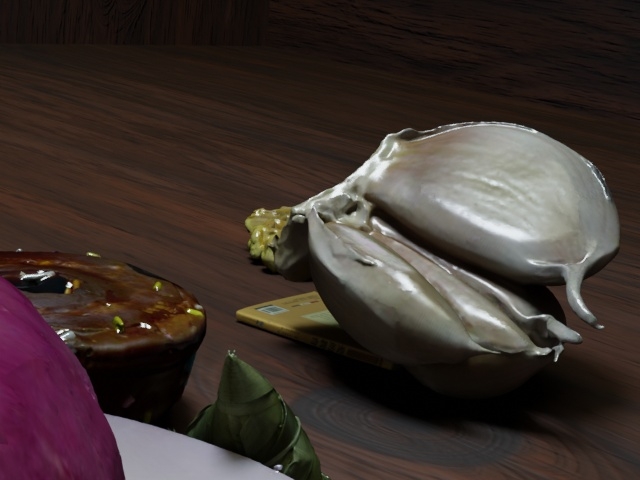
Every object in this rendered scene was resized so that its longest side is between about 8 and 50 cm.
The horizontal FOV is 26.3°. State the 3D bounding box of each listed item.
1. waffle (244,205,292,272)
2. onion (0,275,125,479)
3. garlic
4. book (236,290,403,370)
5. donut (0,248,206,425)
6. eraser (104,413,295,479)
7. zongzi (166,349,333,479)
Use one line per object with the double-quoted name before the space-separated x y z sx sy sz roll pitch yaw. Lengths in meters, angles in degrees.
"waffle" 0.000 0.000 1.458 0.161 0.046 0.192 2 15 -14
"onion" -0.228 0.081 0.491 0.358 0.345 0.358 38 2 -1
"garlic" 0.116 0.011 1.107 0.292 0.210 0.237 26 15 27
"book" 0.026 0.078 1.216 0.172 0.012 0.118 16 16 35
"donut" -0.194 0.072 0.961 0.230 0.096 0.216 11 12 21
"eraser" -0.104 0.155 0.732 0.204 0.059 0.243 -6 21 -40
"zongzi" -0.064 0.099 0.849 0.062 0.130 0.154 -35 29 -19
